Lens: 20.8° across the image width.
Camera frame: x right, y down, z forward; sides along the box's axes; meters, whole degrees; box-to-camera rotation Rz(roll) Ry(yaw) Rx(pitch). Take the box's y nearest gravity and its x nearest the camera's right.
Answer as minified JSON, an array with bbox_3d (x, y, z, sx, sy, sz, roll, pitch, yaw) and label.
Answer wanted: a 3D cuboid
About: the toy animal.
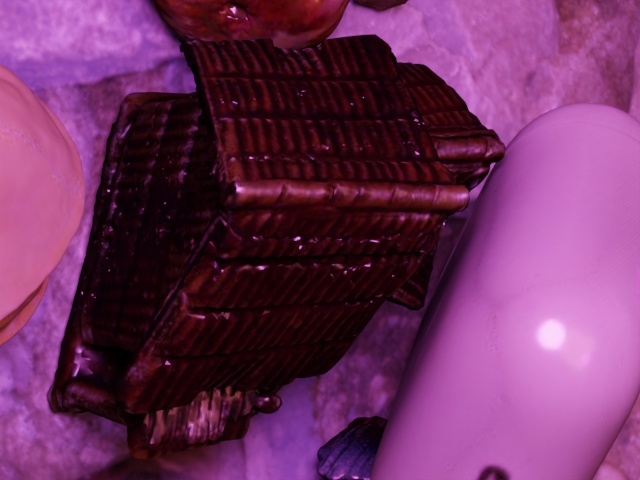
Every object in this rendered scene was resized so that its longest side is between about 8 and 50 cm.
[{"bbox_3d":[0.102,0.208,1.372,0.218,0.116,0.179,46,64,-12],"label":"toy animal"}]

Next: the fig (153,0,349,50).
[{"bbox_3d":[-0.036,-0.245,1.317,0.160,0.143,0.230,27,72,-7],"label":"fig"}]

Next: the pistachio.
[{"bbox_3d":[-0.299,-0.015,1.090,0.321,0.229,0.238,-18,68,-43],"label":"pistachio"}]

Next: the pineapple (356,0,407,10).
[{"bbox_3d":[0.046,-0.254,1.429,0.058,0.058,0.124,3,77,-32],"label":"pineapple"}]

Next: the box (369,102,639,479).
[{"bbox_3d":[0.145,0.076,1.248,0.141,0.288,0.349,22,34,2],"label":"box"}]

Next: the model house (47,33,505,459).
[{"bbox_3d":[0.000,0.000,1.231,0.317,0.282,0.297,1,84,-32],"label":"model house"}]
